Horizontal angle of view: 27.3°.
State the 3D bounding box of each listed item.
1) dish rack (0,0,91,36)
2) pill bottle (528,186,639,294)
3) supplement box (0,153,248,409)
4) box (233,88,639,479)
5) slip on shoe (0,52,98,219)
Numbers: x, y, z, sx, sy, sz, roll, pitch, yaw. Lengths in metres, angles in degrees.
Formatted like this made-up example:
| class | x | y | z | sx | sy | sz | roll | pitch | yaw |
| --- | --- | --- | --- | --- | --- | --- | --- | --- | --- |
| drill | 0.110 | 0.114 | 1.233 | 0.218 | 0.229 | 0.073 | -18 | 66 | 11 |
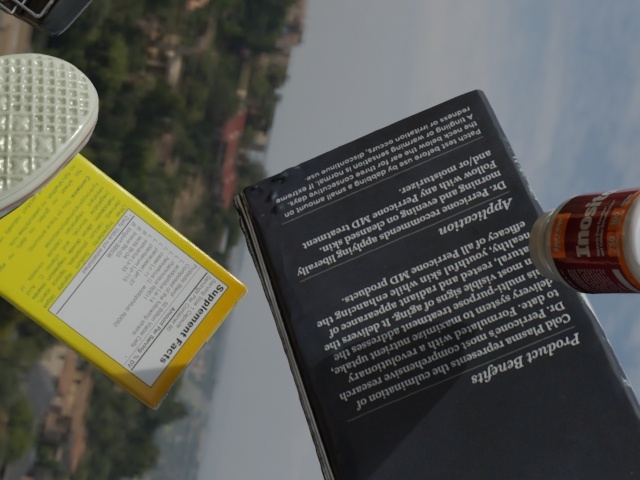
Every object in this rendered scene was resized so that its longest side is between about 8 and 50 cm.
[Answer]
| class | x | y | z | sx | sy | sz | roll | pitch | yaw |
| --- | --- | --- | --- | --- | --- | --- | --- | --- | --- |
| dish rack | -0.322 | -0.269 | 1.064 | 0.208 | 0.271 | 0.074 | 29 | -95 | 48 |
| pill bottle | 0.237 | 0.002 | 1.067 | 0.152 | 0.086 | 0.086 | -6 | -108 | 65 |
| supplement box | -0.300 | 0.024 | 1.679 | 0.194 | 0.356 | 0.195 | -52 | -168 | -7 |
| box | 0.170 | 0.190 | 1.407 | 0.480 | 0.297 | 0.471 | 59 | 11 | -54 |
| slip on shoe | -0.307 | -0.022 | 0.992 | 0.331 | 0.123 | 0.101 | -43 | 170 | -14 |
